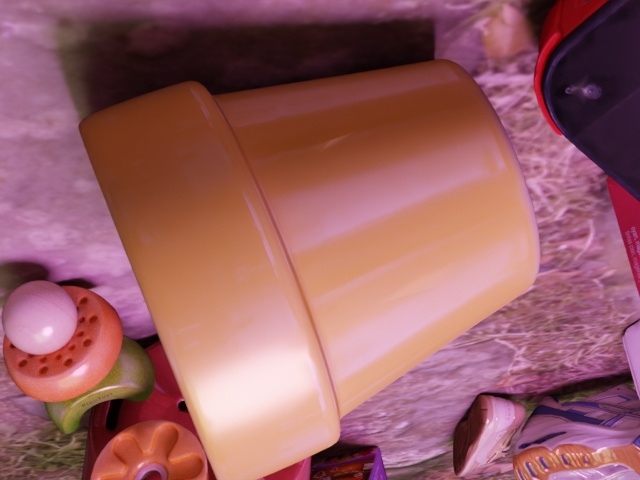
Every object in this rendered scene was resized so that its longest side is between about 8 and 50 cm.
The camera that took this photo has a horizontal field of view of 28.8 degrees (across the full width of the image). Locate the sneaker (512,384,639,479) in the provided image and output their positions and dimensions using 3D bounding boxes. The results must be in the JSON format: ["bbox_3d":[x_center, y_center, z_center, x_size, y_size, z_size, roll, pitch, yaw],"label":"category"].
[{"bbox_3d":[0.359,0.206,1.362,0.297,0.131,0.111,-4,125,24],"label":"sneaker"}]

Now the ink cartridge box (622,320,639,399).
[{"bbox_3d":[0.432,0.111,1.275,0.191,0.082,0.139,6,150,-27],"label":"ink cartridge box"}]

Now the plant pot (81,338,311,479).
[{"bbox_3d":[-0.120,0.241,1.214,0.272,0.272,0.265,-2,143,-11],"label":"plant pot"}]

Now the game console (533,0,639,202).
[{"bbox_3d":[0.347,-0.098,0.707,0.342,0.060,0.386,38,137,-11],"label":"game console"}]

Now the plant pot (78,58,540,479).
[{"bbox_3d":[0.000,0.000,0.805,0.239,0.254,0.254,-21,153,-8],"label":"plant pot"}]

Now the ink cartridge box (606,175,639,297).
[{"bbox_3d":[0.341,-0.008,0.977,0.176,0.127,0.128,-24,148,25],"label":"ink cartridge box"}]

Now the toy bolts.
[{"bbox_3d":[-0.134,0.102,1.011,0.229,0.218,0.158,-27,145,-3],"label":"toy bolts"}]

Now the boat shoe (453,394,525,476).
[{"bbox_3d":[0.197,0.234,1.465,0.059,0.063,0.170,3,150,-9],"label":"boat shoe"}]

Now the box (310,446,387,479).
[{"bbox_3d":[-0.074,0.328,1.469,0.293,0.057,0.201,-13,-173,10],"label":"box"}]
